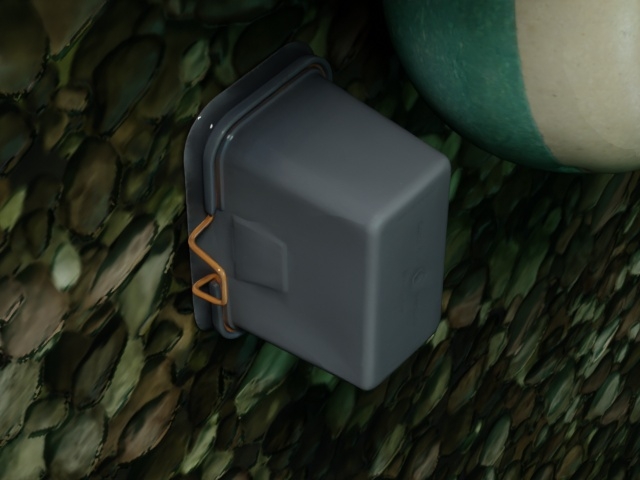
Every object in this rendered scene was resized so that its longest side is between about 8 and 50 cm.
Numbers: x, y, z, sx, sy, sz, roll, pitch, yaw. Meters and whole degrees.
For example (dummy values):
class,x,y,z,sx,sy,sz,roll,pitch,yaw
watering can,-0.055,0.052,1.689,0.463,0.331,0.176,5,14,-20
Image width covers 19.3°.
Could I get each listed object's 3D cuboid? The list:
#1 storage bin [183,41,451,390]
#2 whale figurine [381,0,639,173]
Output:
class,x,y,z,sx,sy,sz,roll,pitch,yaw
storage bin,0.000,0.000,0.812,0.098,0.091,0.135,-40,146,-34
whale figurine,0.103,-0.165,0.818,0.216,0.141,0.272,9,84,-62
